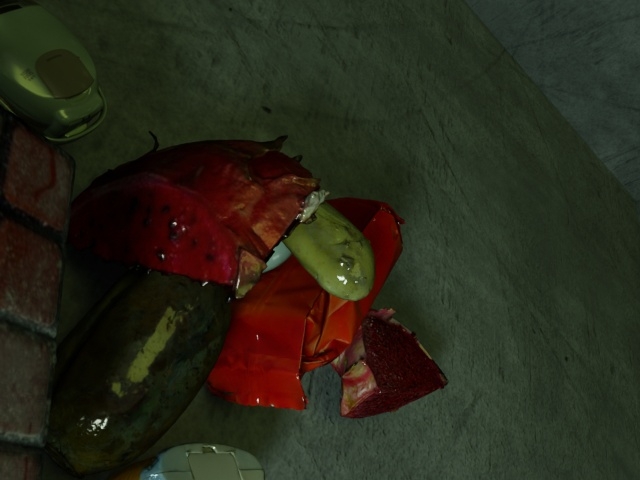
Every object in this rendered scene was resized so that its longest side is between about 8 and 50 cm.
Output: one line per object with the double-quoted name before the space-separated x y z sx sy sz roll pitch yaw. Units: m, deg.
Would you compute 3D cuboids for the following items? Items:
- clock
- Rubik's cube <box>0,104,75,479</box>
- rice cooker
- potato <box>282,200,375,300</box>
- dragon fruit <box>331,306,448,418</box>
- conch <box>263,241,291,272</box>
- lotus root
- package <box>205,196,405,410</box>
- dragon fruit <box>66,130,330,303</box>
"clock" -0.164 0.304 0.750 0.231 0.144 0.103 19 31 -40
"Rubik's cube" -0.403 0.045 0.399 0.343 0.338 0.344 51 33 -58
"rice cooker" -0.373 -0.211 0.822 0.206 0.127 0.145 56 41 -13
"potato" 0.000 0.000 0.848 0.188 0.085 0.105 45 27 8
"dragon fruit" 0.091 0.206 1.104 0.274 0.126 0.161 14 49 -53
"conch" -0.138 -0.013 0.924 0.221 0.185 0.120 -28 120 -29
"lotus root" -0.209 0.142 0.754 0.274 0.152 0.160 -55 133 -27
"package" -0.021 0.067 0.986 0.423 0.196 0.123 -53 130 -46
"dragon fruit" -0.158 -0.071 0.802 0.282 0.344 0.100 -48 136 -44
